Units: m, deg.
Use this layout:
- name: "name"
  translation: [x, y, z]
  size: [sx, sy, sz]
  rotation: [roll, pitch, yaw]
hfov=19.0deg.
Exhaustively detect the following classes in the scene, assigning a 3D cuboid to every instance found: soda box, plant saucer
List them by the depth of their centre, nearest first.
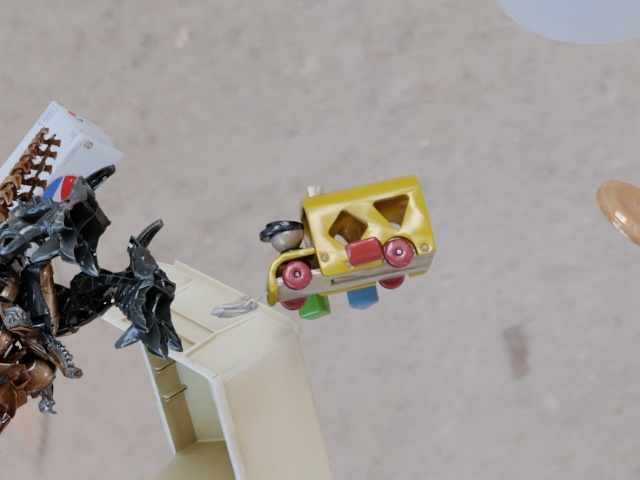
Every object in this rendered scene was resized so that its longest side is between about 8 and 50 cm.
- name: "plant saucer"
  translation: [0.278, -0.023, 1.671]
  size: [0.083, 0.083, 0.013]
  rotation: [47, 123, 16]
- name: "soda box"
  translation: [-0.309, -0.038, 2.030]
  size: [0.216, 0.074, 0.069]
  rotation: [-50, 50, 10]

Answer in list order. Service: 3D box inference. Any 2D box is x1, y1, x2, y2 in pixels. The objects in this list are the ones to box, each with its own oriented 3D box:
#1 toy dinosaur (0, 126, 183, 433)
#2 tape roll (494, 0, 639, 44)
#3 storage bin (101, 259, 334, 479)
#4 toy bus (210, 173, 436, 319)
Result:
- name: "toy dinosaur"
  translation: [-0.248, 0.035, 1.538]
  size: [0.218, 0.164, 0.322]
  rotation: [-17, 68, 24]
- name: "tape roll"
  translation: [0.255, -0.328, 1.774]
  size: [0.246, 0.169, 0.246]
  rotation: [-7, 57, 10]
- name: "storage bin"
  translation: [-0.117, 0.182, 2.054]
  size: [0.260, 0.123, 0.262]
  rotation: [24, 137, 46]
- name: "toy bus"
  translation: [0.011, -0.001, 1.842]
  size: [0.191, 0.202, 0.104]
  rotation: [-25, 72, 37]
